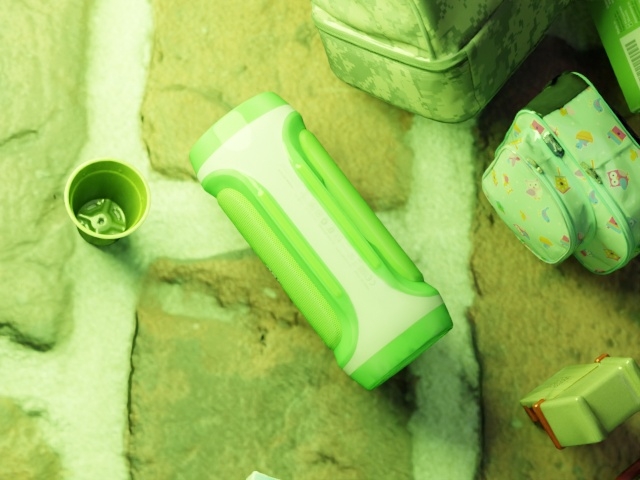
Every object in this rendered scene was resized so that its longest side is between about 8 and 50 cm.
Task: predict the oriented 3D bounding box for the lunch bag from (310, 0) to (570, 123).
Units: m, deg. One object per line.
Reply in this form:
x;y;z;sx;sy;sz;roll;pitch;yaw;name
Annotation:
0.125;-0.316;1.744;0.212;0.256;0.305;28;66;32;lunch bag

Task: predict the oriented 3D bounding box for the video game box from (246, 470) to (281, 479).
-0.005;0.344;1.640;0.187;0.048;0.205;18;70;-10;video game box

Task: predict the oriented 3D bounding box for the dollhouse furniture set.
0.320;0.245;1.723;0.262;0.135;0.259;-33;93;-20;dollhouse furniture set

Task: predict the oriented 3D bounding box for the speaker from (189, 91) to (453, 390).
0.000;0.000;1.709;0.131;0.131;0.296;-35;83;-20;speaker

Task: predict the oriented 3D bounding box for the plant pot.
-0.212;-0.030;1.696;0.083;0.079;0.083;4;73;-12;plant pot

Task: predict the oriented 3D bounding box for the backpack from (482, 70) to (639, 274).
0.266;-0.055;1.765;0.188;0.166;0.144;44;70;7;backpack

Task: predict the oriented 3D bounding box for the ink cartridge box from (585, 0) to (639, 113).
0.412;-0.238;1.905;0.255;0.097;0.189;-3;69;-50;ink cartridge box
